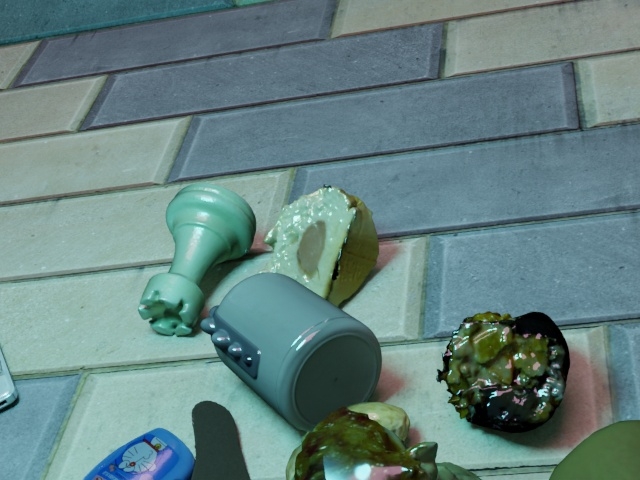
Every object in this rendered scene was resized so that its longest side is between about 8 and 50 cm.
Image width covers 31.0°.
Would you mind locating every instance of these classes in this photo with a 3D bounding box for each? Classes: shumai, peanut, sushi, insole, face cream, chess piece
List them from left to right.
[{"bbox_3d":[-0.333,0.423,1.904,0.149,0.083,0.264,24,51,37],"label":"face cream"},{"bbox_3d":[-0.262,0.046,2.348,0.194,0.195,0.299,1,46,24],"label":"chess piece"},{"bbox_3d":[-0.167,0.380,1.913,0.111,0.007,0.328,14,32,-19],"label":"insole"},{"bbox_3d":[0.044,0.334,1.873,0.229,0.098,0.103,-34,79,-24],"label":"peanut"},{"bbox_3d":[0.091,0.389,1.573,0.324,0.323,0.397,0,38,25],"label":"shumai"},{"bbox_3d":[0.297,0.203,1.891,0.200,0.204,0.213,17,80,5],"label":"sushi"}]

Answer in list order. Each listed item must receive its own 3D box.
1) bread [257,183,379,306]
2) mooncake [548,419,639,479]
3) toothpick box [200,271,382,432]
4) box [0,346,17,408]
[{"bbox_3d":[-0.007,0.001,2.265,0.183,0.211,0.224,22,43,33],"label":"bread"},{"bbox_3d":[0.447,0.387,1.332,0.467,0.467,0.262,-17,38,-2],"label":"mooncake"},{"bbox_3d":[-0.071,0.180,2.029,0.229,0.229,0.316,-32,36,-22],"label":"toothpick box"},{"bbox_3d":[-0.699,0.266,2.312,0.142,0.044,0.285,-26,36,-12],"label":"box"}]
